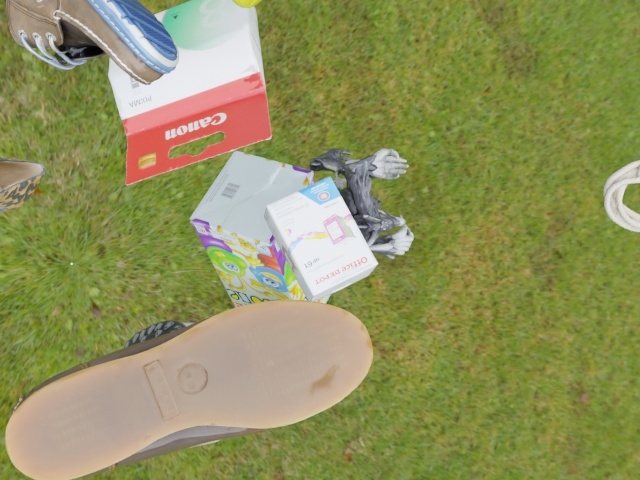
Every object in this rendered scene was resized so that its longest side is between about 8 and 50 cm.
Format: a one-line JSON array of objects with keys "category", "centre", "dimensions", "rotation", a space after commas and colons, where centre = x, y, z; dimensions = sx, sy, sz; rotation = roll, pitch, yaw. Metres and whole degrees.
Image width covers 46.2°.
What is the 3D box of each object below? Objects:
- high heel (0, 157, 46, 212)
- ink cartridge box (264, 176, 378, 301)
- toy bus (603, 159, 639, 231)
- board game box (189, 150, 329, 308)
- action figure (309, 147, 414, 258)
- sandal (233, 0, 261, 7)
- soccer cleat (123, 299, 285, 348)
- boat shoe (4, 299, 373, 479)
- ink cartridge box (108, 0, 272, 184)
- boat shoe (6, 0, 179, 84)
[{"category": "high heel", "centre": [-0.410, -0.100, 0.940], "dimensions": [0.093, 0.261, 0.186], "rotation": [49, 52, -1]}, {"category": "ink cartridge box", "centre": [0.000, 0.000, 0.888], "dimensions": [0.088, 0.052, 0.122], "rotation": [-26, 81, -13]}, {"category": "toy bus", "centre": [0.279, -0.093, 0.431], "dimensions": [0.202, 0.104, 0.191], "rotation": [9, 101, 16]}, {"category": "board game box", "centre": [-0.075, 0.013, 1.192], "dimensions": [0.142, 0.275, 0.144], "rotation": [16, 60, 22]}, {"category": "action figure", "centre": [0.068, -0.057, 1.100], "dimensions": [0.141, 0.275, 0.164], "rotation": [-4, 111, -13]}, {"category": "sandal", "centre": [-0.007, -0.355, 0.674], "dimensions": [0.138, 0.126, 0.317], "rotation": [45, 64, -5]}, {"category": "soccer cleat", "centre": [-0.153, 0.168, 1.128], "dimensions": [0.318, 0.116, 0.108], "rotation": [-16, 65, 19]}, {"category": "boat shoe", "centre": [-0.074, 0.084, 0.439], "dimensions": [0.207, 0.073, 0.073], "rotation": [-11, 80, -15]}, {"category": "ink cartridge box", "centre": [-0.155, -0.186, 0.864], "dimensions": [0.181, 0.056, 0.224], "rotation": [-17, 51, 11]}, {"category": "boat shoe", "centre": [-0.160, -0.146, 0.479], "dimensions": [0.183, 0.066, 0.066], "rotation": [45, 100, 26]}]
